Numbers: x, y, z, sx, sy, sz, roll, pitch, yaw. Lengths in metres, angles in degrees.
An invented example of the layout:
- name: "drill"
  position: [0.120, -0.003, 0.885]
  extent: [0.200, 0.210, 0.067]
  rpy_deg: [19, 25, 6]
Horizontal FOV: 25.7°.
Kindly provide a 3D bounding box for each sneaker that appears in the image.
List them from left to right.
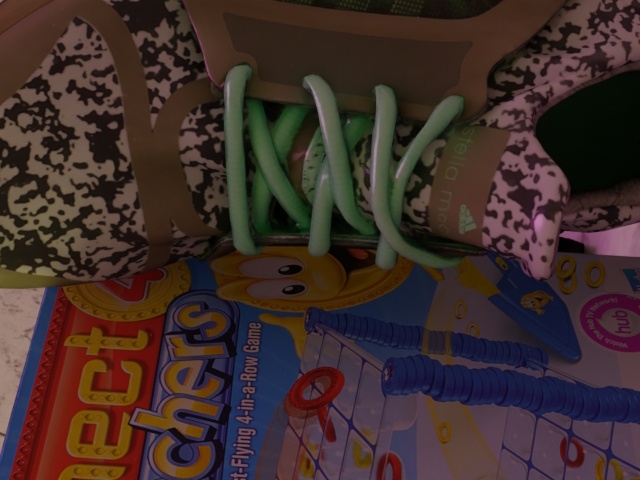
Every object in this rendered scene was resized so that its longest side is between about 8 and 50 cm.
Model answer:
- name: "sneaker"
  position: [0.030, -0.048, 0.575]
  extent: [0.182, 0.410, 0.158]
  rpy_deg: [-121, 21, -59]

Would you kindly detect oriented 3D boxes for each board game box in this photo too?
- name: "board game box"
  position: [0.018, 0.127, 0.592]
  extent: [0.308, 0.302, 0.086]
  rpy_deg: [-88, 2, -50]

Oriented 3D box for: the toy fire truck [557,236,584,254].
- name: "toy fire truck"
  position: [0.021, 0.056, 0.925]
  extent: [0.217, 0.246, 0.158]
  rpy_deg: [173, 108, -82]
